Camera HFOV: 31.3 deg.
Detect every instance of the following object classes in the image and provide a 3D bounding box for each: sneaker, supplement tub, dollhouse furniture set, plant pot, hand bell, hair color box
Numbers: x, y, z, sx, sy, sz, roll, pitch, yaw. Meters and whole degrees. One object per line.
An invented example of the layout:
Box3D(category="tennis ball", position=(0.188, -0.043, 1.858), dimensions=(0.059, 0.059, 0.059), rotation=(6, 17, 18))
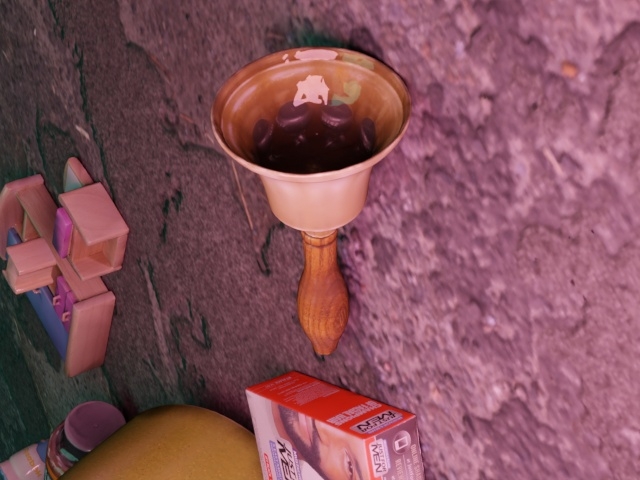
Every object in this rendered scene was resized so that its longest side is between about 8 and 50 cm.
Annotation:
Box3D(category="sneaker", position=(-0.359, 0.338, 1.545), dimensions=(0.087, 0.092, 0.228), rotation=(53, 164, 23))
Box3D(category="supplement tub", position=(-0.272, 0.273, 1.347), dimensions=(0.106, 0.106, 0.198), rotation=(52, 144, 28))
Box3D(category="dollhouse furniture set", position=(-0.402, 0.049, 1.235), dimensions=(0.198, 0.303, 0.286), rotation=(53, 145, 26))
Box3D(category="plant pot", position=(-0.185, 0.320, 0.972), dimensions=(0.275, 0.293, 0.274), rotation=(10, 109, 31))
Box3D(category="hand bell", position=(0.000, 0.000, 0.799), dimensions=(0.126, 0.126, 0.242), rotation=(45, 152, 36))
Box3D(category="hair color box", position=(0.011, 0.167, 0.895), dimensions=(0.167, 0.053, 0.093), rotation=(9, 113, 54))
